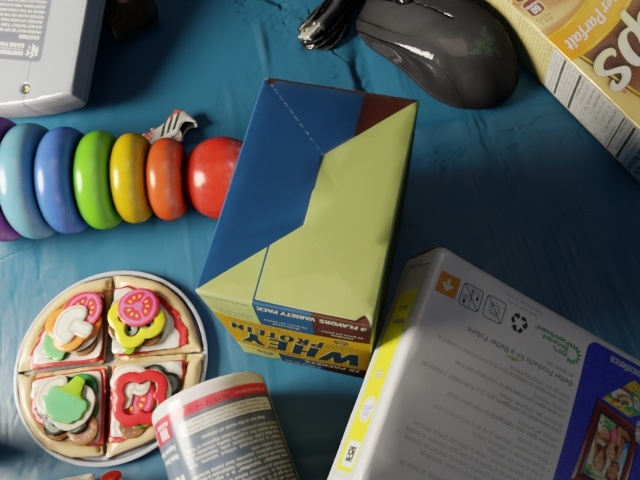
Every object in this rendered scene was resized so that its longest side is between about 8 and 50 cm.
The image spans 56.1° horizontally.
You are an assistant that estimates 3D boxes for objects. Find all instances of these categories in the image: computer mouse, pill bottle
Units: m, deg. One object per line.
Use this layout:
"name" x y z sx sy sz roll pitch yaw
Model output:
"computer mouse" 0.119 -0.259 0.727 0.272 0.072 0.188 37 73 17
"pill bottle" -0.070 0.216 0.517 0.108 0.108 0.180 -22 67 -6

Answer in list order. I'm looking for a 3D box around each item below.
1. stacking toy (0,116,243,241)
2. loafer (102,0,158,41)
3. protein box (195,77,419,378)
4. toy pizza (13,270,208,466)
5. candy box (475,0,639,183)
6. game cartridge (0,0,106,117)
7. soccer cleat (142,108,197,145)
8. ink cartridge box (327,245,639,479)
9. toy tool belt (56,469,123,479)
"stacking toy" -0.226 -0.068 0.641 0.330 0.141 0.141 -2 67 -1
"loafer" -0.316 -0.334 0.782 0.220 0.080 0.078 33 72 16
"protein box" 0.000 0.000 0.554 0.136 0.201 0.199 11 68 8
"toy pizza" -0.215 0.122 0.608 0.201 0.032 0.201 -1 67 3
"candy box" 0.340 -0.243 0.688 0.183 0.087 0.316 -34 68 -1
"game cartridge" -0.410 -0.253 0.736 0.297 0.062 0.198 8 90 11
"soccer cleat" -0.182 -0.122 0.712 0.036 0.029 0.083 34 68 20
"ink cartridge box" 0.157 0.208 0.471 0.304 0.072 0.307 29 71 -13
"toy tool belt" -0.218 0.245 0.553 0.083 0.052 0.051 -12 98 2
